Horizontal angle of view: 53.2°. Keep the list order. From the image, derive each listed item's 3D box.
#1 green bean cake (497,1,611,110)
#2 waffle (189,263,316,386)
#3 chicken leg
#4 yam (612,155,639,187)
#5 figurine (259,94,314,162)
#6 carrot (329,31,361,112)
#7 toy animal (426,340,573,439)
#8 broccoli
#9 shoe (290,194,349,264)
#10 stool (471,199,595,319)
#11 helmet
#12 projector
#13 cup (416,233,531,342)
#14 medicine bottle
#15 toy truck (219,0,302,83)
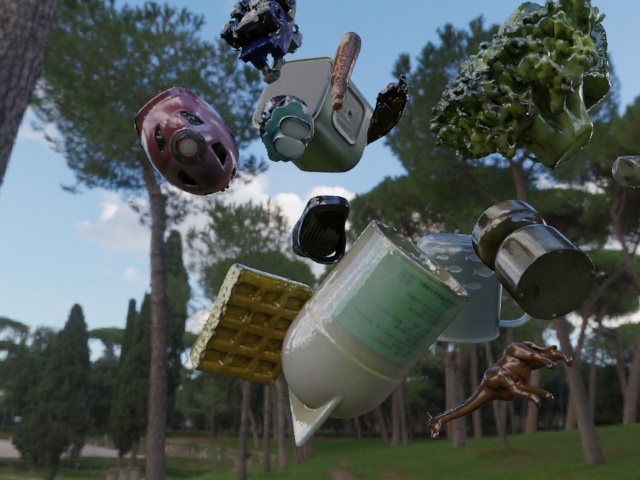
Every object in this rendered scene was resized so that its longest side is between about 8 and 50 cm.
[{"bbox_3d":[0.528,-0.404,1.455,0.248,0.222,0.125,9,-19,-10],"label":"green bean cake"},{"bbox_3d":[-0.144,0.188,1.411,0.221,0.248,0.055,22,5,-38],"label":"waffle"},{"bbox_3d":[0.170,-0.330,1.623,0.105,0.063,0.234,-25,-20,-19],"label":"chicken leg"},{"bbox_3d":[0.790,-0.156,1.457,0.357,0.081,0.081,-4,-13,-32],"label":"yam"},{"bbox_3d":[-0.067,-0.207,1.233,0.110,0.138,0.245,17,15,-9],"label":"figurine"},{"bbox_3d":[0.053,-0.397,1.495,0.059,0.248,0.059,10,-30,6],"label":"carrot"},{"bbox_3d":[0.300,0.264,1.106,0.066,0.224,0.230,44,-23,-20],"label":"toy animal"},{"bbox_3d":[0.363,-0.284,1.166,0.272,0.334,0.324,39,-23,40],"label":"broccoli"},{"bbox_3d":[0.000,0.000,1.295,0.108,0.093,0.241,1,-27,-10],"label":"shoe"},{"bbox_3d":[0.478,0.039,1.463,0.179,0.179,0.264,6,25,-13],"label":"stool"},{"bbox_3d":[-0.294,-0.207,1.472,0.198,0.154,0.253,-37,-47,2],"label":"helmet"},{"bbox_3d":[-0.014,-0.366,1.889,0.248,0.248,0.249,6,-22,37],"label":"projector"},{"bbox_3d":[0.434,0.127,1.808,0.357,0.274,0.259,3,8,8],"label":"cup"},{"bbox_3d":[0.068,0.186,1.220,0.406,0.236,0.236,-53,-39,11],"label":"medicine bottle"},{"bbox_3d":[-0.121,-0.512,1.572,0.161,0.213,0.177,-15,-47,34],"label":"toy truck"}]
